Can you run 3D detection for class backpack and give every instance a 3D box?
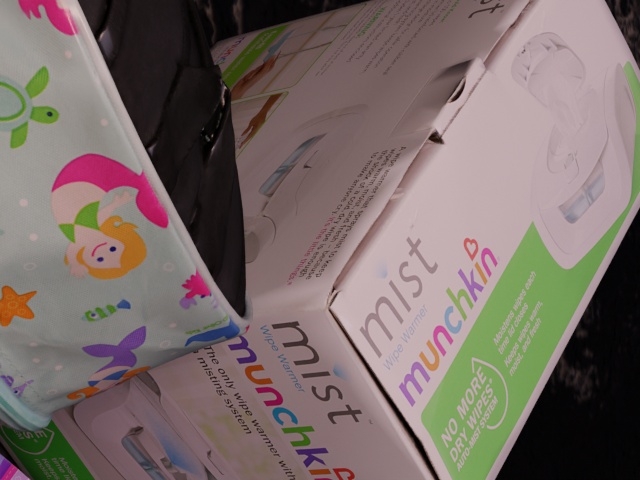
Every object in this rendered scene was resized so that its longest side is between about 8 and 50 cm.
[{"bbox_3d":[-0.125,-0.063,0.609,0.253,0.191,0.225,62,-2,41],"label":"backpack"}]

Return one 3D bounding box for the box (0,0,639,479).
[{"bbox_3d":[0.000,0.000,0.787,0.127,0.231,0.262,60,43,-25],"label":"box"}]

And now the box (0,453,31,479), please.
[{"bbox_3d":[-0.219,0.176,0.622,0.201,0.057,0.293,49,48,-33],"label":"box"}]
